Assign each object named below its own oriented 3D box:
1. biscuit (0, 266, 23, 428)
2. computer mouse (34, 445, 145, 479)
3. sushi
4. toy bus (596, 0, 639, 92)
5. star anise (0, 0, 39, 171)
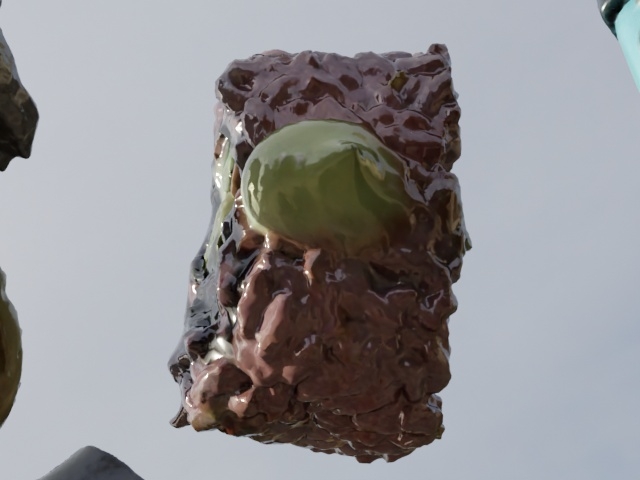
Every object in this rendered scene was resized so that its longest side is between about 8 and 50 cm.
[{"bbox_3d":[-0.310,0.048,1.019,0.259,0.259,0.079,-36,7,27],"label":"biscuit"},{"bbox_3d":[-0.224,0.256,1.196,0.264,0.147,0.088,-32,-30,-10],"label":"computer mouse"},{"bbox_3d":[0.000,0.000,1.011,0.171,0.270,0.236,7,-20,-4],"label":"sushi"},{"bbox_3d":[0.257,-0.024,0.754,0.133,0.165,0.271,-32,-57,21],"label":"toy bus"},{"bbox_3d":[-0.295,-0.135,0.899,0.316,0.359,0.139,30,-50,-12],"label":"star anise"}]
